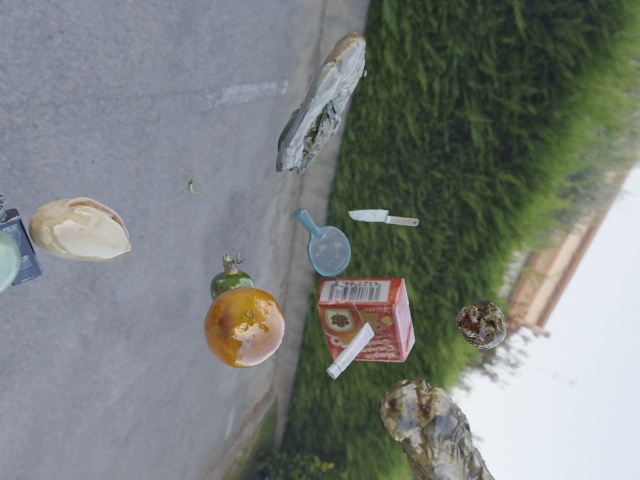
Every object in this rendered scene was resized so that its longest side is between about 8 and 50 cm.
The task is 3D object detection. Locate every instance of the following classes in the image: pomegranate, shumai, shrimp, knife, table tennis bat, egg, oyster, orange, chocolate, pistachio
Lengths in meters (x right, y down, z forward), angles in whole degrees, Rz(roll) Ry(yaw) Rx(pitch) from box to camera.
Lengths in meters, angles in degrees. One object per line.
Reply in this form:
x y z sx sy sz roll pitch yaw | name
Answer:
-0.350 0.163 2.156 0.181 0.181 0.224 -34 126 -69 | pomegranate
0.411 0.228 1.440 0.139 0.105 0.123 106 -32 -68 | shumai
-0.013 -0.218 0.988 0.247 0.085 0.360 -58 -179 -33 | shrimp
0.206 -0.077 1.761 0.297 0.017 0.047 3 123 -32 | knife
0.000 0.000 1.370 0.124 0.201 0.033 -47 -158 -26 | table tennis bat
-0.830 0.060 1.350 0.149 0.149 0.192 99 -7 -53 | egg
0.224 0.376 0.905 0.128 0.345 0.078 -36 -179 7 | oyster
-0.244 0.276 1.750 0.261 0.261 0.261 -61 168 -23 | orange
0.120 0.217 1.463 0.108 0.237 0.235 -68 151 -52 | chocolate
-0.746 -0.022 1.722 0.214 0.193 0.318 -48 137 15 | pistachio

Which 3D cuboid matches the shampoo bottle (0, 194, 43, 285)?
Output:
-0.915 -0.007 1.607 0.098 0.071 0.310 -22 136 -25 | shampoo bottle

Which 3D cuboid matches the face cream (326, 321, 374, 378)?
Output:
0.055 0.195 0.971 0.115 0.020 0.038 -46 129 -21 | face cream

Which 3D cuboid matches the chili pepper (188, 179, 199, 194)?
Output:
-0.431 -0.177 1.846 0.083 0.030 0.017 97 -14 -58 | chili pepper

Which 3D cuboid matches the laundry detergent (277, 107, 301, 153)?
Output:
-0.068 -0.322 1.660 0.222 0.078 0.144 -73 164 -47 | laundry detergent
